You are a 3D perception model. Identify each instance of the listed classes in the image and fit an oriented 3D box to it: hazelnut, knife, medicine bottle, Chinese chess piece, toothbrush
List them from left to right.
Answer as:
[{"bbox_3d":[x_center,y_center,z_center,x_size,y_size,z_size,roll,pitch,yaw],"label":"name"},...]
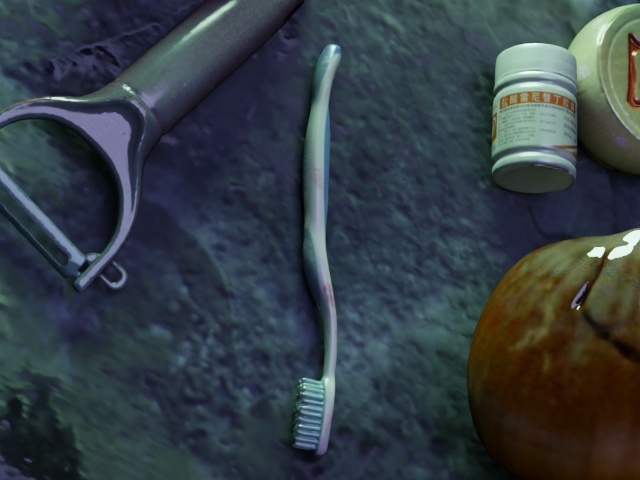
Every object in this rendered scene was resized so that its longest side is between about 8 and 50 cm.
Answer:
[{"bbox_3d":[-0.080,-0.094,0.939,0.123,0.053,0.278,49,61,-11],"label":"knife"},{"bbox_3d":[0.000,0.000,0.963,0.027,0.021,0.269,13,68,-28],"label":"toothbrush"},{"bbox_3d":[0.144,-0.081,1.036,0.057,0.057,0.089,13,69,-22],"label":"medicine bottle"},{"bbox_3d":[0.185,0.078,0.948,0.182,0.182,0.182,8,71,-23],"label":"hazelnut"},{"bbox_3d":[0.227,-0.106,1.088,0.122,0.051,0.122,8,70,-24],"label":"Chinese chess piece"}]
